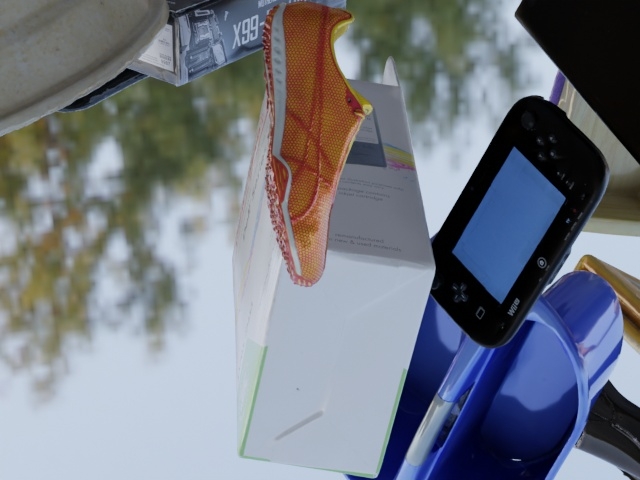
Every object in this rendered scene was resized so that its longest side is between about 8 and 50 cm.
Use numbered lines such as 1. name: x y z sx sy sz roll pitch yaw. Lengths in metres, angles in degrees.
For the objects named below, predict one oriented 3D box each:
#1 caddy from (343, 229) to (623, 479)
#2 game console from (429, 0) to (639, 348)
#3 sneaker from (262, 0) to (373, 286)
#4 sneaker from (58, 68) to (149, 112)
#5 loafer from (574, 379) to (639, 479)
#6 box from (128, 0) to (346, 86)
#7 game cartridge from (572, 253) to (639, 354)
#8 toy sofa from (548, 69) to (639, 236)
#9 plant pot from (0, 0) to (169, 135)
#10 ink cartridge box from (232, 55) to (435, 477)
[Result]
1. caddy: 0.138 0.141 1.886 0.241 0.341 0.179 33 -140 13
2. game console: 0.188 -0.062 1.465 0.044 0.361 0.213 -2 -137 -38
3. sneaker: -0.001 -0.059 1.185 0.067 0.175 0.064 1 175 -6
4. sneaker: -0.348 -0.292 2.162 0.447 0.169 0.258 10 -125 -2
5. loafer: 0.295 0.203 2.076 0.220 0.080 0.078 44 -120 8
6. box: -0.165 -0.256 1.904 0.307 0.077 0.242 22 -145 35
7. game cartridge: 0.466 0.138 2.234 0.323 0.053 0.285 23 -168 -22
8. toy sofa: 0.283 -0.193 1.729 0.150 0.363 0.177 4 -152 -19
9. plant pot: -0.328 -0.267 1.579 0.333 0.305 0.334 -16 -156 8
10. ink cartridge box: 0.000 0.000 1.606 0.119 0.207 0.353 8 -149 -8
